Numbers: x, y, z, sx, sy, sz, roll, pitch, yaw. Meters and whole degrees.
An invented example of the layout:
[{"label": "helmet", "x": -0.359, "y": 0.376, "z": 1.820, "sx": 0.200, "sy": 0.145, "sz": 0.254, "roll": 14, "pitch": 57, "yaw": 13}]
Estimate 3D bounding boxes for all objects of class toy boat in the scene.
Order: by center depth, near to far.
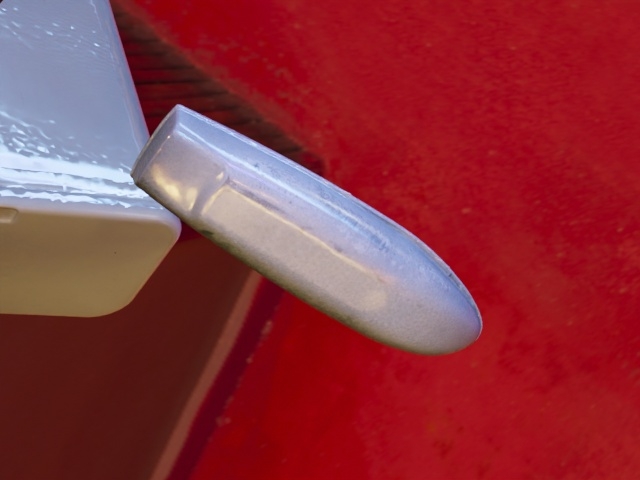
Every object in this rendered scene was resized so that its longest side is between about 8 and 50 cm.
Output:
[{"label": "toy boat", "x": 0.000, "y": 0.000, "z": 0.839, "sx": 0.260, "sy": 0.085, "sz": 0.078, "roll": 32, "pitch": 107, "yaw": -16}]

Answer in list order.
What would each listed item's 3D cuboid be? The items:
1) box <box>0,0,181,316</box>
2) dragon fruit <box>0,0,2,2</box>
[{"label": "box", "x": -0.338, "y": -0.119, "z": 1.139, "sx": 0.177, "sy": 0.351, "sz": 0.344, "roll": -51, "pitch": 47, "yaw": 42}, {"label": "dragon fruit", "x": -0.179, "y": -0.101, "z": 0.266, "sx": 0.307, "sy": 0.243, "sz": 0.227, "roll": -42, "pitch": 61, "yaw": 17}]
